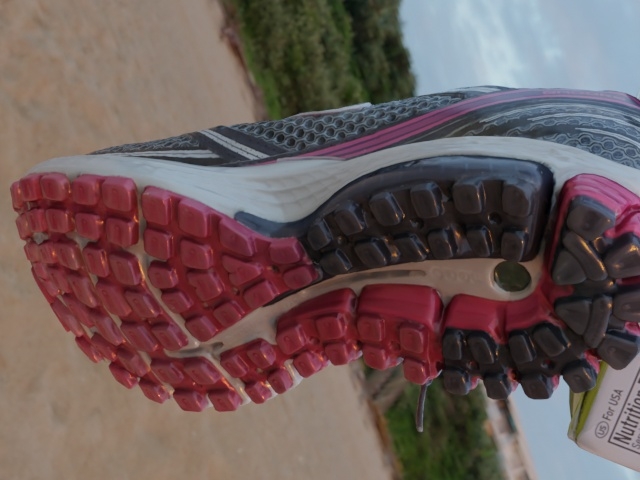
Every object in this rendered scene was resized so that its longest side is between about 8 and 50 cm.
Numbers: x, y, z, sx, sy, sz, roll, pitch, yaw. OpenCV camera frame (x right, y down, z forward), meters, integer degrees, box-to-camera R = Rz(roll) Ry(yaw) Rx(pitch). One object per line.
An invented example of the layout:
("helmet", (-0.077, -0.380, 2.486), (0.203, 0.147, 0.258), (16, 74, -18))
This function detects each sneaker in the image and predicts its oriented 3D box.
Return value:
("sneaker", (0.000, 0.000, 0.488), (0.112, 0.299, 0.121), (-53, 136, -48))

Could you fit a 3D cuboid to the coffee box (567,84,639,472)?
("coffee box", (0.363, -0.023, 0.723), (0.337, 0.334, 0.338), (-52, 161, -72))
